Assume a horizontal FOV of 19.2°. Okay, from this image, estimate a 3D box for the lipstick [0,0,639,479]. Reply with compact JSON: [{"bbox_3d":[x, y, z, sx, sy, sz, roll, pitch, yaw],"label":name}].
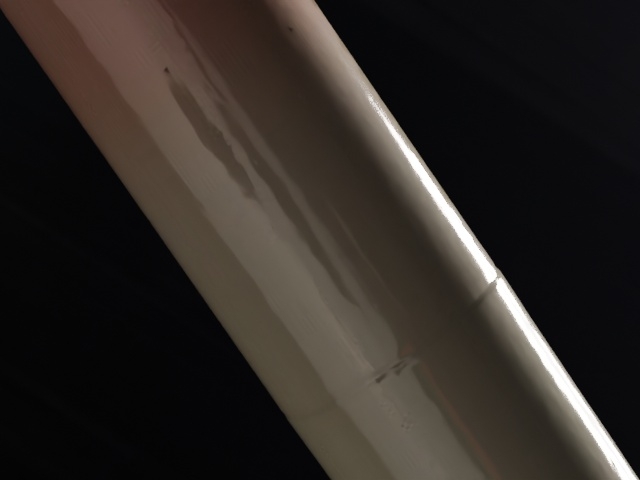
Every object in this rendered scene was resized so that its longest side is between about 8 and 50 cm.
[{"bbox_3d":[0.000,0.000,0.628,0.087,0.327,0.087,-34,-173,5],"label":"lipstick"}]
